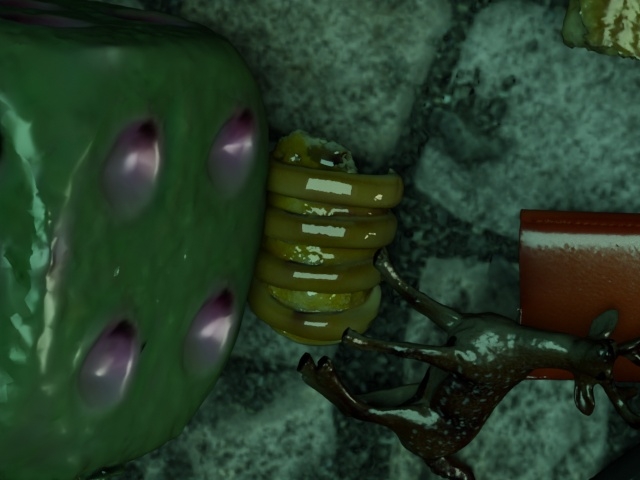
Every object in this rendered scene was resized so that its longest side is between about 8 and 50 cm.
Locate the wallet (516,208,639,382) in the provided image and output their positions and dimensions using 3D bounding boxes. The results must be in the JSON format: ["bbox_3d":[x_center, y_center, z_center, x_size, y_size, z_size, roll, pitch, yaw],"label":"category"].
[{"bbox_3d":[0.254,0.045,1.398,0.204,0.045,0.142,1,111,11],"label":"wallet"}]

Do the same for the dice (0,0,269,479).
[{"bbox_3d":[-0.245,-0.019,1.328,0.318,0.330,0.322,13,104,24],"label":"dice"}]

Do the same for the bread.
[{"bbox_3d":[0.000,0.000,1.431,0.119,0.084,0.177,10,105,11],"label":"bread"}]

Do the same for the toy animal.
[{"bbox_3d":[0.135,0.100,1.386,0.260,0.087,0.243,23,144,-12],"label":"toy animal"}]

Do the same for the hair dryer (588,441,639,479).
[{"bbox_3d":[0.334,0.210,1.402,0.195,0.050,0.173,45,118,-6],"label":"hair dryer"}]

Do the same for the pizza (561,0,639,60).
[{"bbox_3d":[0.327,-0.245,1.322,0.258,0.087,0.268,14,100,14],"label":"pizza"}]
